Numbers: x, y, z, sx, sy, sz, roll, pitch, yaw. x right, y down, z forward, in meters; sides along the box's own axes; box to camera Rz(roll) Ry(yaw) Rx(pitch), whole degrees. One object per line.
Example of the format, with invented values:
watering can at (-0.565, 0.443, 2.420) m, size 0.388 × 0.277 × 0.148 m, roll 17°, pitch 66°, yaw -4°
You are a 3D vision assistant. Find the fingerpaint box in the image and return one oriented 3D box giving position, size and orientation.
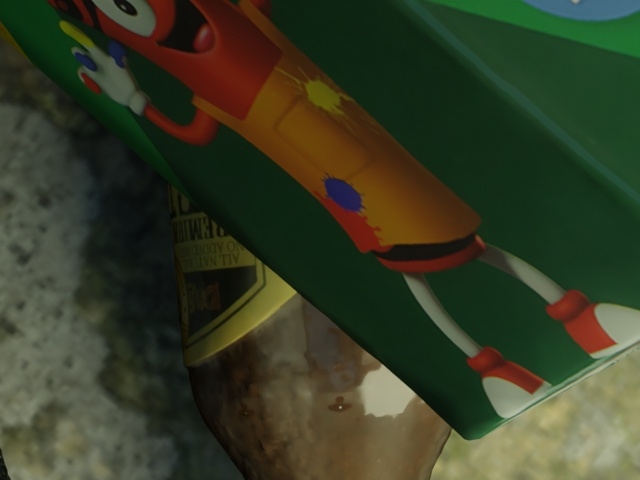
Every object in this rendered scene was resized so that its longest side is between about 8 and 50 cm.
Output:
fingerpaint box at (0.056, -0.232, 0.574) m, size 0.371 × 0.163 × 0.445 m, roll 41°, pitch 62°, yaw -2°

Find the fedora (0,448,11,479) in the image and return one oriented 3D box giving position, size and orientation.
fedora at (-0.253, 0.046, 0.563) m, size 0.152 × 0.334 × 0.334 m, roll -40°, pitch 92°, yaw 11°

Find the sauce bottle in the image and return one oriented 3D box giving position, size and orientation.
sauce bottle at (0.000, 0.000, 0.666) m, size 0.111 × 0.111 × 0.344 m, roll -5°, pitch 87°, yaw -5°
